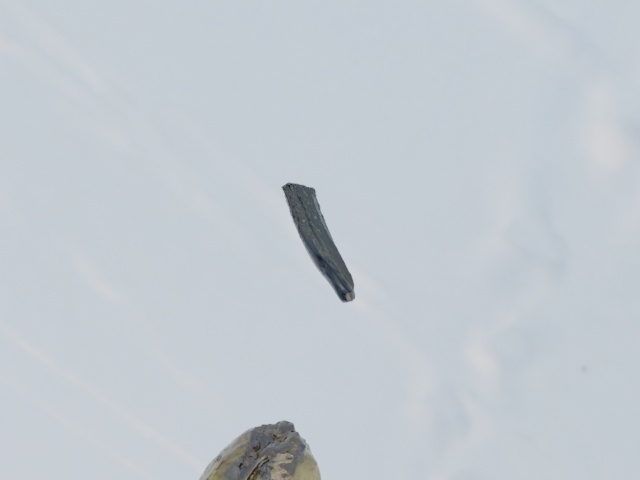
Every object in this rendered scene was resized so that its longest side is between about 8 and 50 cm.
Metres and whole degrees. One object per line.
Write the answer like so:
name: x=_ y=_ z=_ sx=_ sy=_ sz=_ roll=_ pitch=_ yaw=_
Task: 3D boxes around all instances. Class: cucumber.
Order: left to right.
cucumber: x=-0.002 y=0.001 z=1.517 sx=0.033 sy=0.034 sz=0.135 roll=99 pitch=152 yaw=-62

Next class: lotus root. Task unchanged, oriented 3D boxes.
lotus root: x=-0.082 y=0.271 z=1.356 sx=0.110 sy=0.258 sz=0.097 roll=34 pitch=-174 yaw=25
